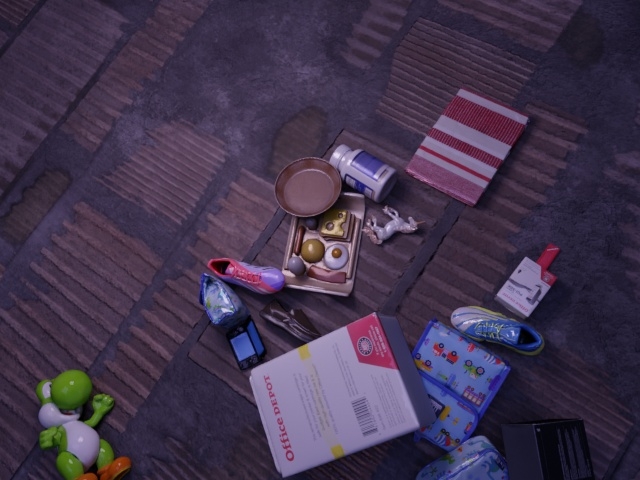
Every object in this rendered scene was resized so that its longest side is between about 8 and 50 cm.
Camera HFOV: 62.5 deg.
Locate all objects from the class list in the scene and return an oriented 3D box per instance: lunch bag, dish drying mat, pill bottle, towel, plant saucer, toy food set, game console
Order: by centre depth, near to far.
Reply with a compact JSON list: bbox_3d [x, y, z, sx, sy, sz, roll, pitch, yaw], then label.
[{"bbox_3d":[0.357,0.591,1.263,0.219,0.090,0.176,-32,102,1],"label":"lunch bag"},{"bbox_3d":[0.313,0.382,1.356,0.221,0.138,0.293,30,94,18],"label":"lunch bag"},{"bbox_3d":[0.618,0.048,1.440,0.032,0.008,0.083,36,83,17],"label":"dish drying mat"},{"bbox_3d":[-0.211,0.290,1.496,0.107,0.071,0.122,-27,70,2],"label":"game console"},{"bbox_3d":[-0.285,0.170,1.515,0.096,0.129,0.151,-29,72,1],"label":"lunch bag"},{"bbox_3d":[0.000,0.000,1.529,0.220,0.092,0.306,7,76,13],"label":"toy food set"},{"bbox_3d":[-0.035,-0.151,1.545,0.199,0.036,0.198,-4,65,8],"label":"plant saucer"},{"bbox_3d":[0.123,-0.203,1.554,0.187,0.112,0.112,35,83,18],"label":"pill bottle"},{"bbox_3d":[0.433,-0.281,1.560,0.237,0.037,0.329,32,80,20],"label":"towel"}]

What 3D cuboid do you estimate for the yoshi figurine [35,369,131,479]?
[{"bbox_3d":[-0.674,0.510,1.469,0.203,0.203,0.362,-34,67,-17],"label":"yoshi figurine"}]

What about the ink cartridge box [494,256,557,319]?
[{"bbox_3d":[0.545,0.128,1.405,0.099,0.056,0.135,37,83,17],"label":"ink cartridge box"}]

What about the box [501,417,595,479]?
[{"bbox_3d":[0.533,0.552,1.214,0.184,0.103,0.261,8,69,-32],"label":"box"}]

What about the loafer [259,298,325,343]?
[{"bbox_3d":[-0.068,0.229,1.481,0.220,0.080,0.078,26,81,17],"label":"loafer"}]

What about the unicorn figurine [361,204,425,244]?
[{"bbox_3d":[0.209,-0.046,1.526,0.162,0.060,0.111,-39,76,14],"label":"unicorn figurine"}]

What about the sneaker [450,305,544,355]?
[{"bbox_3d":[0.458,0.222,1.357,0.240,0.126,0.091,16,77,14],"label":"sneaker"}]

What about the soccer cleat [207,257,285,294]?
[{"bbox_3d":[-0.213,0.098,1.505,0.248,0.095,0.083,12,83,35],"label":"soccer cleat"}]

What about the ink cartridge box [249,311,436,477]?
[{"bbox_3d":[0.048,0.384,1.323,0.385,0.160,0.279,-27,69,20],"label":"ink cartridge box"}]
